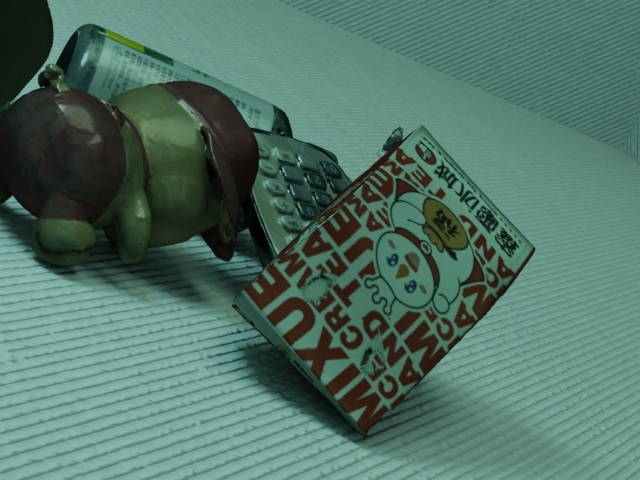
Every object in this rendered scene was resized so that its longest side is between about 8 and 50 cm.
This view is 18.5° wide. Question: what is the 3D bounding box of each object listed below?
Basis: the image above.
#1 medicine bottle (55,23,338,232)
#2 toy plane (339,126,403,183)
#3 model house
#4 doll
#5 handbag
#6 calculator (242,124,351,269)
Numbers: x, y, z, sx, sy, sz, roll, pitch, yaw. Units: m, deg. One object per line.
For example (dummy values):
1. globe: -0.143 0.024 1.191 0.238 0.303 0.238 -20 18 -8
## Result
1. medicine bottle: -0.131 -0.096 1.950 0.293 0.141 0.141 24 13 -16
2. toy plane: 0.116 -0.074 2.457 0.182 0.107 0.273 38 11 21
3. model house: -0.403 -0.241 1.948 0.229 0.219 0.199 26 53 19
4. doll: -0.165 -0.058 1.711 0.256 0.152 0.196 -7 66 -43
5. handbag: 0.051 0.043 1.678 0.171 0.151 0.298 47 32 -3
6. calculator: 0.000 0.000 1.837 0.177 0.040 0.268 15 48 -46
